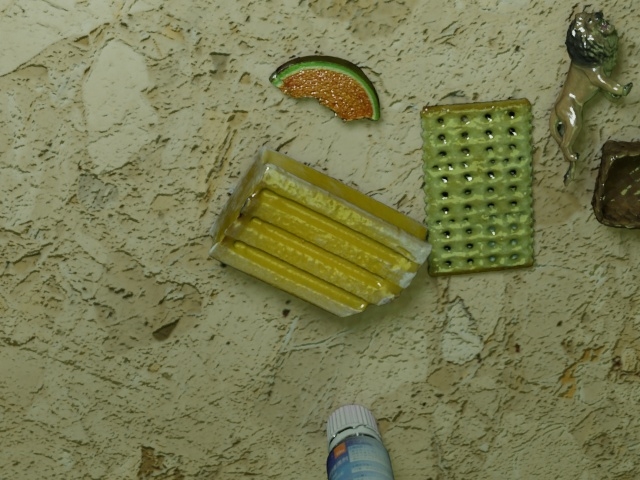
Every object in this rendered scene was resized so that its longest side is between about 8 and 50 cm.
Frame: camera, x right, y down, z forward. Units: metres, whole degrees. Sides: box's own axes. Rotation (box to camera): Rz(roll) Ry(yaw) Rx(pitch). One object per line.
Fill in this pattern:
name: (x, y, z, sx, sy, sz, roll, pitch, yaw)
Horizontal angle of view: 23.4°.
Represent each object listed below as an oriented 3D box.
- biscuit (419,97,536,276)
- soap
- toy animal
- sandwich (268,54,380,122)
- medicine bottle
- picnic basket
biscuit: (0.192, -0.061, 1.852, 0.139, 0.016, 0.231, -5, 119, -2)
soap: (0.000, 0.000, 1.830, 0.232, 0.073, 0.140, 26, 117, -19)
toy animal: (0.313, -0.162, 1.783, 0.086, 0.069, 0.219, 13, 113, 11)
sandwich: (0.013, -0.178, 1.759, 0.135, 0.029, 0.067, 21, 120, -18)
medicine bottle: (0.049, 0.286, 1.921, 0.083, 0.203, 0.083, -2, 118, -3)
picnic basket: (0.421, -0.069, 1.850, 0.193, 0.055, 0.110, 3, 118, -7)
